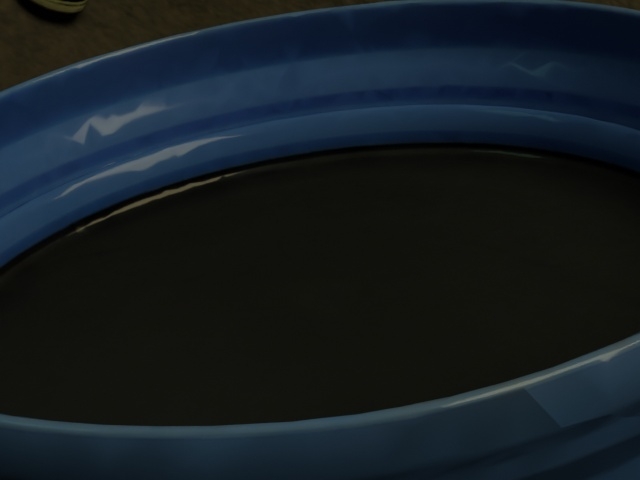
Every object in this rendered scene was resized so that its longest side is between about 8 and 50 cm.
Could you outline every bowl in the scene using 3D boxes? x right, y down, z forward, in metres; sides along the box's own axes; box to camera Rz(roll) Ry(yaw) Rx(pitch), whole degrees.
[{"bbox_3d":[0.000,0.000,0.596,0.391,0.077,0.391,-7,25,3],"label":"bowl"}]

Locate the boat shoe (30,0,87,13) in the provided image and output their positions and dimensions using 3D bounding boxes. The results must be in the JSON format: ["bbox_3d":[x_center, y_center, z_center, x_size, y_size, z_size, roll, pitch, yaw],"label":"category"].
[{"bbox_3d":[-0.155,-0.192,0.873,0.056,0.049,0.152,9,45,-31],"label":"boat shoe"}]
